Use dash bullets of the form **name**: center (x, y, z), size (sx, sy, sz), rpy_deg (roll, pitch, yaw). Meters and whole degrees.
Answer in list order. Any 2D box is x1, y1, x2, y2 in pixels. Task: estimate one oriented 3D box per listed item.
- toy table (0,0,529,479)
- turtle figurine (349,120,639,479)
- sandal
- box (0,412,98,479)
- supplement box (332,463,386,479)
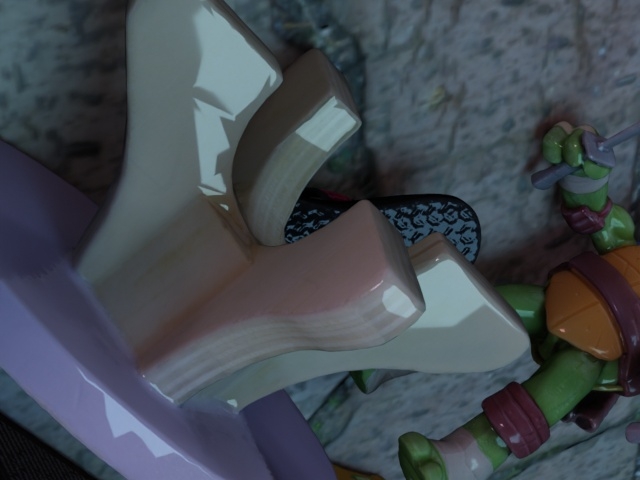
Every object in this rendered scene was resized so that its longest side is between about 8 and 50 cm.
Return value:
- **toy table**: center (-0.042, 0.009, 0.723), size (0.161, 0.252, 0.274), rpy_deg (-40, 126, 13)
- **turtle figurine**: center (0.155, 0.038, 0.915), size (0.266, 0.275, 0.197), rpy_deg (-25, 103, -9)
- **sandal**: center (0.000, 0.000, 0.870), size (0.179, 0.040, 0.067), rpy_deg (-1, 107, -17)
- **box**: center (-0.199, 0.210, 0.854), size (0.191, 0.143, 0.381), rpy_deg (-41, 140, 2)
- **supplement box**: center (-0.031, 0.261, 1.062), size (0.078, 0.080, 0.233), rpy_deg (23, 109, -47)
